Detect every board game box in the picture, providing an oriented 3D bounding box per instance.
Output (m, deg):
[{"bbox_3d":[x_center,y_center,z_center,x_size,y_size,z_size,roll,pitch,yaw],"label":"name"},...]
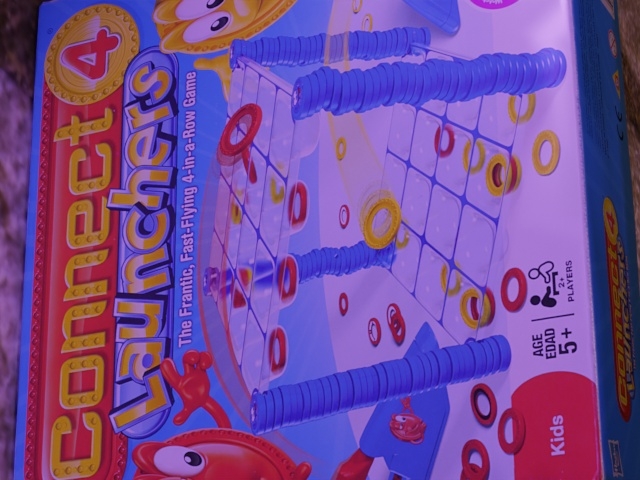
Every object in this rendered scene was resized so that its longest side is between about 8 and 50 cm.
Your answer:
[{"bbox_3d":[0.000,0.000,0.859,0.086,0.301,0.308,36,49,-58],"label":"board game box"}]
